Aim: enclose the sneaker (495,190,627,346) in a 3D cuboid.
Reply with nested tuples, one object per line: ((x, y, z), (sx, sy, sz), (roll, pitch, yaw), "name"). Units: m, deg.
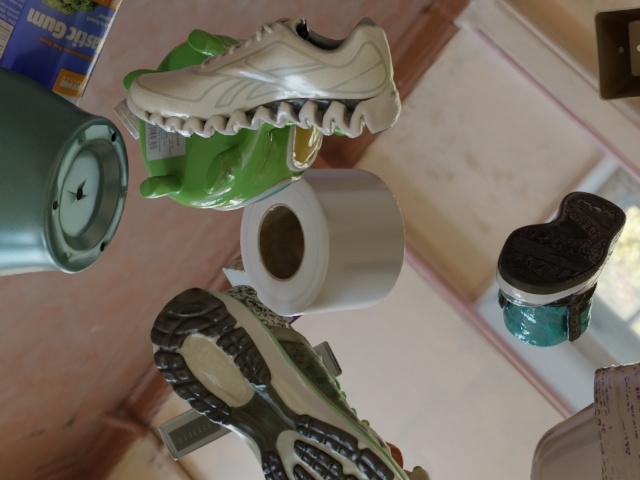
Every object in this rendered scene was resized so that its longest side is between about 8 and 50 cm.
((0.272, 0.060, 1.311), (0.295, 0.123, 0.178), (-29, 142, -52), "sneaker")

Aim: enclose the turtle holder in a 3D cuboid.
((-0.098, -0.178, 1.475), (0.227, 0.243, 0.320), (1, 147, -48), "turtle holder")

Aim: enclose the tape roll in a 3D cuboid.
((0.000, 0.000, 1.791), (0.169, 0.246, 0.246), (-3, 139, -39), "tape roll")

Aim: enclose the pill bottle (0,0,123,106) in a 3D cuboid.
((-0.382, -0.267, 1.466), (0.272, 0.152, 0.152), (-65, 159, 9), "pill bottle")

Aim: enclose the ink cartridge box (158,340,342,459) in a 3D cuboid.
((-0.112, 0.245, 1.638), (0.275, 0.060, 0.239), (-26, 174, -9), "ink cartridge box")

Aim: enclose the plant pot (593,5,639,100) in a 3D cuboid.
((0.404, -0.234, 1.303), (0.096, 0.109, 0.109), (-25, 111, -57), "plant pot")

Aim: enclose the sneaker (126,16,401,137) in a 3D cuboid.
((-0.063, -0.175, 1.113), (0.110, 0.292, 0.118), (-71, 158, -60), "sneaker")

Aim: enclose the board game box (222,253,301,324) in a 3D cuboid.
((-0.038, 0.042, 2.219), (0.275, 0.144, 0.142), (-38, -160, -25), "board game box")

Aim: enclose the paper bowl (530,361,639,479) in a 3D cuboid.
((0.246, 0.234, 0.799), (0.148, 0.284, 0.284), (-11, 171, 16), "paper bowl")

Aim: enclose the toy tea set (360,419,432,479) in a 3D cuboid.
((0.045, 0.469, 1.760), (0.336, 0.124, 0.200), (-53, 129, -30), "toy tea set")

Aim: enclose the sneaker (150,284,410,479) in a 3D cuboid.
((-0.006, 0.197, 1.254), (0.158, 0.410, 0.182), (-39, -179, 29), "sneaker")

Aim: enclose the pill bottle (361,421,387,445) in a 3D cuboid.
((-0.010, 0.366, 1.385), (0.160, 0.160, 0.283), (-56, 180, 36), "pill bottle")

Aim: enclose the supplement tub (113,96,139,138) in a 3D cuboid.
((-0.298, -0.234, 1.853), (0.107, 0.071, 0.071), (-36, 163, -4), "supplement tub")

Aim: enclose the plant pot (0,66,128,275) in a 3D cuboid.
((-0.374, -0.078, 1.235), (0.271, 0.255, 0.272), (12, 90, -74), "plant pot")
